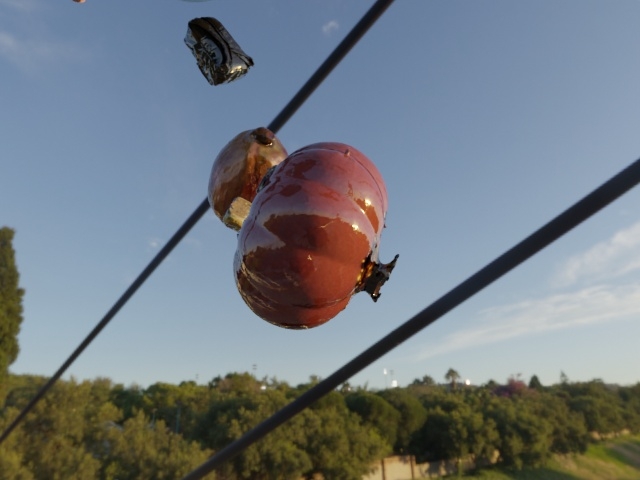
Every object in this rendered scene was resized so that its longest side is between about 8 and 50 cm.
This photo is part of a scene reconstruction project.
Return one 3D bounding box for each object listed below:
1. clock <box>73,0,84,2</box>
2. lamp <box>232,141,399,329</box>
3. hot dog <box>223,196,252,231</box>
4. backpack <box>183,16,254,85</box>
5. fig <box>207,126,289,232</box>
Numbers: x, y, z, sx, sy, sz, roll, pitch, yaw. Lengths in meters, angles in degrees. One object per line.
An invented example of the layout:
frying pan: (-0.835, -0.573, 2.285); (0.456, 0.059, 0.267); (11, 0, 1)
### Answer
clock: (-0.362, -0.433, 0.702); (0.165, 0.162, 0.092); (36, -50, -16)
lamp: (0.000, 0.000, 0.450); (0.140, 0.182, 0.182); (24, -22, 2)
hot dog: (-0.117, -0.033, 0.670); (0.030, 0.034, 0.090); (29, 16, -10)
backpack: (-0.253, -0.453, 1.160); (0.120, 0.165, 0.106); (-31, -9, -45)
fig: (-0.165, -0.148, 1.215); (0.223, 0.263, 0.224); (7, 4, 0)
